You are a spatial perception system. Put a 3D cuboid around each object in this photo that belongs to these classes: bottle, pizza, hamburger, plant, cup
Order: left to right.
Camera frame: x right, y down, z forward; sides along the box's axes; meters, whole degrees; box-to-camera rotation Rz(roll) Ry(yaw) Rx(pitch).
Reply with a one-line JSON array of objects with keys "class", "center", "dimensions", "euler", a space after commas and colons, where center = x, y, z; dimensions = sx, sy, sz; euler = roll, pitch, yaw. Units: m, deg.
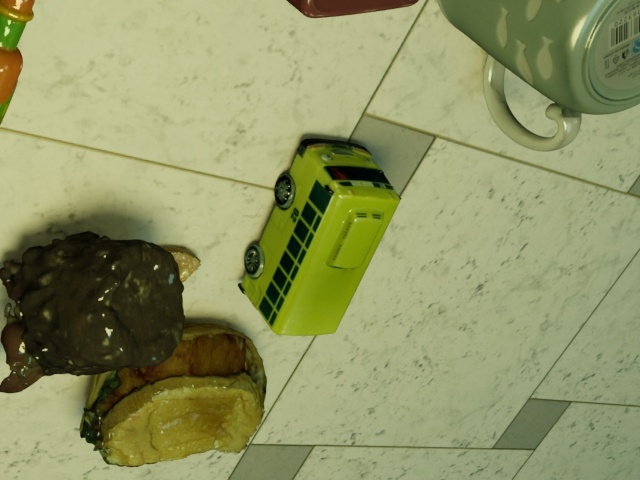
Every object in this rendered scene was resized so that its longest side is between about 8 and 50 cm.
[{"class": "bottle", "center": [-0.356, -0.189, 1.054], "dimensions": [0.069, 0.069, 0.187], "euler": [11, 120, -39]}, {"class": "plant", "center": [-0.295, 0.085, 1.238], "dimensions": [0.234, 0.204, 0.178], "euler": [-8, 171, 33]}, {"class": "pizza", "center": [-0.216, 0.042, 1.375], "dimensions": [0.083, 0.025, 0.078], "euler": [13, 113, -32]}, {"class": "hamburger", "center": [-0.207, 0.221, 1.456], "dimensions": [0.308, 0.132, 0.211], "euler": [4, 123, -36]}, {"class": "cup", "center": [0.313, -0.274, 1.266], "dimensions": [0.259, 0.274, 0.357], "euler": [-9, 129, -26]}]

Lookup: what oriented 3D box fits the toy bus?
[{"class": "toy bus", "center": [0.000, 0.000, 1.389], "dimensions": [0.128, 0.150, 0.262], "euler": [3, 124, -37]}]

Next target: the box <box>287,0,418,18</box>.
[{"class": "box", "center": [0.027, -0.390, 1.060], "dimensions": [0.193, 0.167, 0.294], "euler": [-14, 133, -25]}]
